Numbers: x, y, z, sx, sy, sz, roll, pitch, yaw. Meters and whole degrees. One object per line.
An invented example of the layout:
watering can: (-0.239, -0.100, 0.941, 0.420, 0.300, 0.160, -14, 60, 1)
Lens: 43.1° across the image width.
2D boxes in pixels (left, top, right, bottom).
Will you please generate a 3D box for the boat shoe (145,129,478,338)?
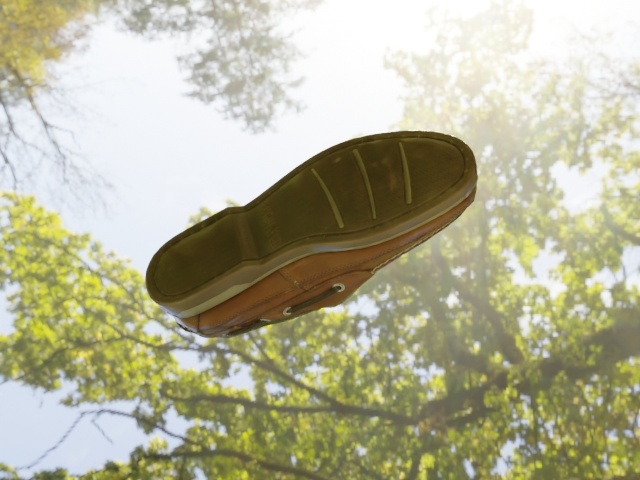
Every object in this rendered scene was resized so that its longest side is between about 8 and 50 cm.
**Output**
boat shoe: (0.000, 0.000, 0.727, 0.307, 0.104, 0.111, -20, -130, 14)
